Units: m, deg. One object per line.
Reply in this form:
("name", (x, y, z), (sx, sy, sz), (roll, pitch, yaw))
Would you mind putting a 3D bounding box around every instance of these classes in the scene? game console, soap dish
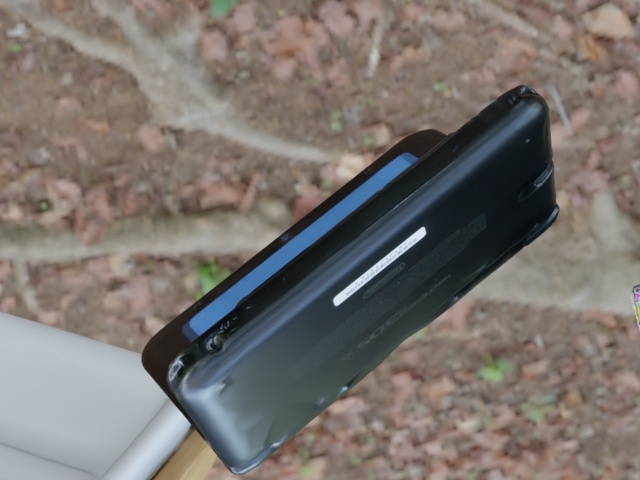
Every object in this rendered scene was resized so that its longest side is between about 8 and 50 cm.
("game console", (0.000, 0.000, 0.453), (0.122, 0.071, 0.107), (-39, 154, -9))
("soap dish", (-0.218, 0.175, 1.025), (0.229, 0.291, 0.118), (15, 124, 19))

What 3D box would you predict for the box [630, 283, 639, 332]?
("box", (0.291, 0.140, 0.584), (0.279, 0.290, 0.177), (-16, 149, 19))
